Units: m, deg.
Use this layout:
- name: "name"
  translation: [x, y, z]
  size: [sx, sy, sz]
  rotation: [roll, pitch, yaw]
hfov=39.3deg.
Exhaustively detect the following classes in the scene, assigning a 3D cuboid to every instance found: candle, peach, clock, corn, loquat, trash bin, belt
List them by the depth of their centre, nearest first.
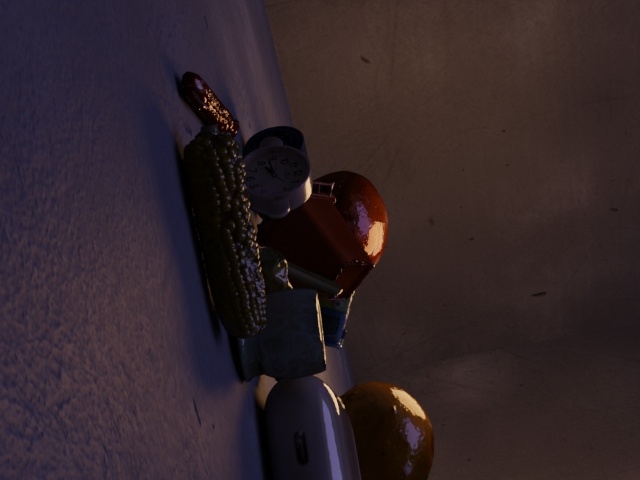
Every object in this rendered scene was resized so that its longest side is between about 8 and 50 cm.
- name: "corn"
  translation: [-0.138, -0.013, 1.316]
  size: [0.097, 0.097, 0.319]
  rotation: [-58, 138, -85]
- name: "candle"
  translation: [-0.187, -0.222, 1.544]
  size: [0.329, 0.048, 0.051]
  rotation: [48, 17, -81]
- name: "clock"
  translation: [-0.095, -0.122, 1.820]
  size: [0.063, 0.156, 0.229]
  rotation: [82, -2, -47]
- name: "trash bin"
  translation: [0.000, 0.000, 1.909]
  size: [0.161, 0.184, 0.238]
  rotation: [3, 39, -51]
- name: "belt"
  translation: [-0.100, -0.188, 2.024]
  size: [0.190, 0.141, 0.082]
  rotation: [-91, 169, -55]
- name: "loquat"
  translation: [0.146, 0.532, 2.333]
  size: [0.328, 0.329, 0.328]
  rotation: [-11, 90, -86]
- name: "peach"
  translation: [0.040, -0.028, 2.577]
  size: [0.290, 0.373, 0.372]
  rotation: [46, -7, 18]

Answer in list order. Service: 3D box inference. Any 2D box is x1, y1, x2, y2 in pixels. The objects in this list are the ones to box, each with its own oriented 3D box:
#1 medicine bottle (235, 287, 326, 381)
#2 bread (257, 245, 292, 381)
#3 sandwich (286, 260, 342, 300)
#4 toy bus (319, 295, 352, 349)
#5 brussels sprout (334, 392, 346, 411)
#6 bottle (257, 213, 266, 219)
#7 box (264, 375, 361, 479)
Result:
- name: "medicine bottle"
  translation: [-0.067, 0.154, 1.467]
  size: [0.147, 0.143, 0.147]
  rotation: [-6, 90, -89]
- name: "bread"
  translation: [-0.085, 0.139, 1.615]
  size: [0.087, 0.098, 0.269]
  rotation: [-72, 153, -60]
- name: "sandwich"
  translation: [-0.049, 0.067, 1.776]
  size: [0.079, 0.163, 0.113]
  rotation: [-39, 118, -72]
- name: "toy bus"
  translation: [0.004, 0.146, 2.136]
  size: [0.312, 0.152, 0.190]
  rotation: [-5, 110, -87]
- name: "brussels sprout"
  translation: [-0.001, 0.392, 1.990]
  size: [0.155, 0.118, 0.155]
  rotation: [173, -90, -85]
- name: "bottle"
  translation: [-0.108, -0.115, 2.081]
  size: [0.152, 0.099, 0.099]
  rotation: [-102, 179, -55]
- name: "box"
  translation: [-0.009, 0.407, 1.633]
  size: [0.349, 0.141, 0.288]
  rotation: [69, 10, -67]
